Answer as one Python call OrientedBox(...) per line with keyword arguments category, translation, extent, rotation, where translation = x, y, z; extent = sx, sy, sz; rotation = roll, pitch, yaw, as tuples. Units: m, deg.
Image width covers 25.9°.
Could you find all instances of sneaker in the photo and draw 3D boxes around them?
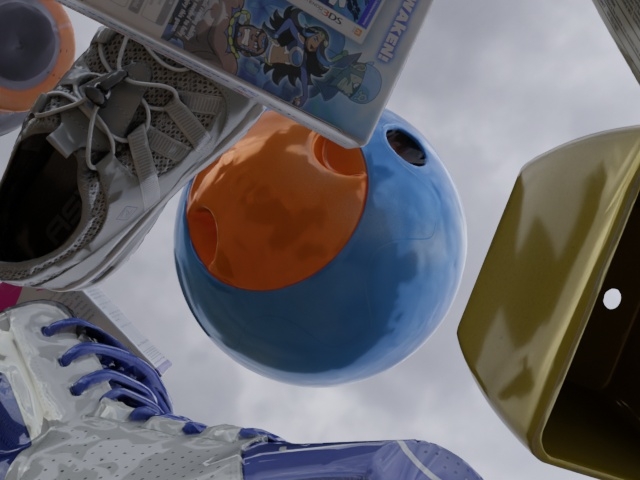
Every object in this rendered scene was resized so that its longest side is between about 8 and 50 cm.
OrientedBox(category="sneaker", translation=(-0.085, 0.096, 0.558), extent=(0.315, 0.182, 0.127), rotation=(-18, -47, 27))
OrientedBox(category="sneaker", translation=(-0.115, -0.072, 0.838), extent=(0.105, 0.115, 0.281), rotation=(38, -70, 14))

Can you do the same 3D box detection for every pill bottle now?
OrientedBox(category="pill bottle", translation=(-0.271, -0.137, 0.989), extent=(0.245, 0.130, 0.130), rotation=(9, -59, 51))

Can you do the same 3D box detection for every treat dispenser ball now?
OrientedBox(category="treat dispenser ball", translation=(0.000, 0.000, 1.363), extent=(0.288, 0.288, 0.288), rotation=(16, -57, 27))

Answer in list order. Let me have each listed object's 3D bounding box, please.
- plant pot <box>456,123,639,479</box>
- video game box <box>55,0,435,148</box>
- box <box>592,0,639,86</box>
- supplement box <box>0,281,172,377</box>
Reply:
OrientedBox(category="plant pot", translation=(0.213, 0.044, 0.930), extent=(0.187, 0.212, 0.212), rotation=(26, -85, 65))
OrientedBox(category="video game box", translation=(-0.021, -0.173, 0.642), extent=(0.187, 0.048, 0.205), rotation=(26, -94, -9))
OrientedBox(category="box", translation=(0.265, -0.207, 0.855), extent=(0.232, 0.126, 0.149), rotation=(94, -17, -49))
OrientedBox(category="supplement box", translation=(-0.305, 0.120, 1.743), extent=(0.111, 0.114, 0.220), rotation=(-43, -89, 2))
